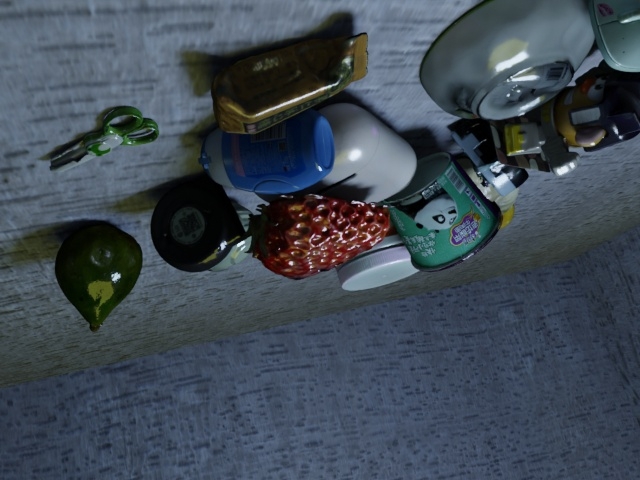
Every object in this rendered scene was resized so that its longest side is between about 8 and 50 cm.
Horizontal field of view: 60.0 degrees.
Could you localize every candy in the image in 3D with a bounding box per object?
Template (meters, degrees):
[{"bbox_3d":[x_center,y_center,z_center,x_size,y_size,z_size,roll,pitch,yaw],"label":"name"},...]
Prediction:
[{"bbox_3d":[-0.043,-0.254,0.885,0.271,0.101,0.143,-20,172,-7],"label":"candy"}]

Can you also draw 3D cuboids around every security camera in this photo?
[{"bbox_3d":[-0.252,-0.019,1.294,0.191,0.197,0.277,-31,169,8],"label":"security camera"}]

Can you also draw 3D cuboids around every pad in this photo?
[{"bbox_3d":[0.451,-0.236,1.261,0.235,0.158,0.003,1,165,-42],"label":"pad"}]

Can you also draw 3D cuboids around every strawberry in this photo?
[{"bbox_3d":[-0.015,0.003,1.138,0.280,0.150,0.253,4,167,-37],"label":"strawberry"}]

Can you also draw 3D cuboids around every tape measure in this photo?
[{"bbox_3d":[0.406,-0.193,1.316,0.107,0.181,0.182,-37,155,19],"label":"tape measure"}]

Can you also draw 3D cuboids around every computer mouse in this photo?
[{"bbox_3d":[0.576,-0.372,0.937,0.288,0.160,0.097,-12,178,-31],"label":"computer mouse"}]

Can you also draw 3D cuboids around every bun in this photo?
[{"bbox_3d":[0.425,-0.132,1.552,0.272,0.168,0.273,-7,159,-3],"label":"bun"}]

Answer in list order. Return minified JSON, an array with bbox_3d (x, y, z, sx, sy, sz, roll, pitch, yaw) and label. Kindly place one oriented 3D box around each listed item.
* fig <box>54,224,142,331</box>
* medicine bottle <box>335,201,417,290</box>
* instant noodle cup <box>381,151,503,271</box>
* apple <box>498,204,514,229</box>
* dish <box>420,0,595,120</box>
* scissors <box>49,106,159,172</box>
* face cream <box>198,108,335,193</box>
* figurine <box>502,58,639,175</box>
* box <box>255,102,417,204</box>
[{"bbox_3d":[-0.511,0.088,1.292,0.195,0.245,0.195,-4,175,0],"label":"fig"},{"bbox_3d":[0.145,-0.013,1.542,0.252,0.241,0.252,-15,163,-5],"label":"medicine bottle"},{"bbox_3d":[0.272,-0.078,1.309,0.251,0.190,0.251,-33,-160,13],"label":"instant noodle cup"},{"bbox_3d":[0.541,-0.097,1.791,0.147,0.146,0.163,-7,159,-38],"label":"apple"},{"bbox_3d":[0.356,-0.307,1.019,0.324,0.124,0.324,-14,162,-5],"label":"dish"},{"bbox_3d":[-0.383,-0.167,0.962,0.204,0.027,0.101,-23,159,13],"label":"scissors"},{"bbox_3d":[-0.107,-0.157,1.005,0.263,0.149,0.083,-1,-169,28],"label":"face cream"},{"bbox_3d":[0.521,-0.252,1.100,0.143,0.309,0.308,19,145,-30],"label":"figurine"},{"bbox_3d":[0.033,-0.153,1.178,0.288,0.141,0.349,-22,162,26],"label":"box"}]
